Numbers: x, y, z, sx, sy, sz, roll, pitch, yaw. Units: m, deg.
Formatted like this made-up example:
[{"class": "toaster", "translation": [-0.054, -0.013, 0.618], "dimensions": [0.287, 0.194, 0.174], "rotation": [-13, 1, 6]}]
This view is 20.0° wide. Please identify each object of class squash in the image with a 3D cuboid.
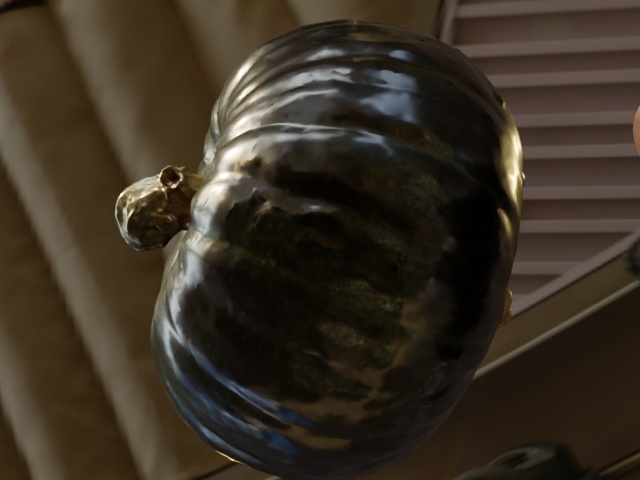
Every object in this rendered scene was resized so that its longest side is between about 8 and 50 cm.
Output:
[{"class": "squash", "translation": [0.006, 0.001, 0.732], "dimensions": [0.156, 0.193, 0.193], "rotation": [40, -74, 1]}]

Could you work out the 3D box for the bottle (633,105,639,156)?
[{"class": "bottle", "translation": [0.228, 0.060, 0.654], "dimensions": [0.206, 0.173, 0.297], "rotation": [-23, -87, -14]}]
